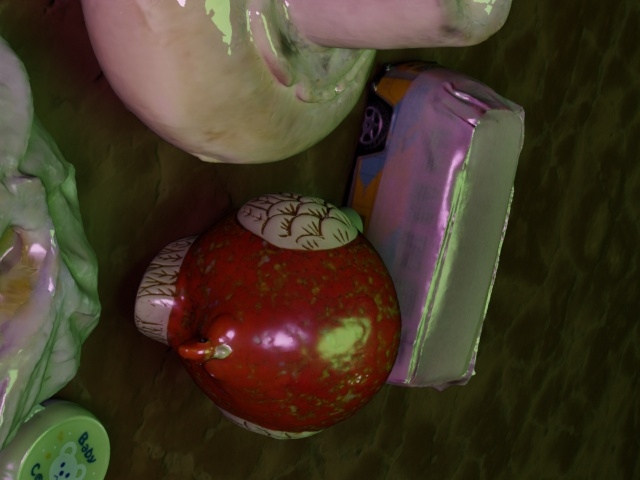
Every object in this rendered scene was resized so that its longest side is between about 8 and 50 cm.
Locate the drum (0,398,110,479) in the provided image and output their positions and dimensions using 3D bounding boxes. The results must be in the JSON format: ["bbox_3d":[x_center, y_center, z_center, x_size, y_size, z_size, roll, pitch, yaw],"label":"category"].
[{"bbox_3d":[-0.286,0.253,0.987,0.253,0.049,0.130,-53,141,-23],"label":"drum"}]

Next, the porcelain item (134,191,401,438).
[{"bbox_3d":[-0.057,0.077,1.051,0.253,0.253,0.253,-27,126,-44],"label":"porcelain item"}]

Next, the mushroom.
[{"bbox_3d":[-0.020,-0.205,0.892,0.314,0.336,0.314,-13,107,-47],"label":"mushroom"}]

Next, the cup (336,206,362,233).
[{"bbox_3d":[0.004,0.000,1.253,0.083,0.054,0.075,-16,117,-51],"label":"cup"}]

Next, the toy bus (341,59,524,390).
[{"bbox_3d":[0.129,-0.015,1.320,0.171,0.162,0.386,-1,106,-52],"label":"toy bus"}]

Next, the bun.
[{"bbox_3d":[-0.278,0.008,0.731,0.354,0.194,0.354,-5,95,-60],"label":"bun"}]
